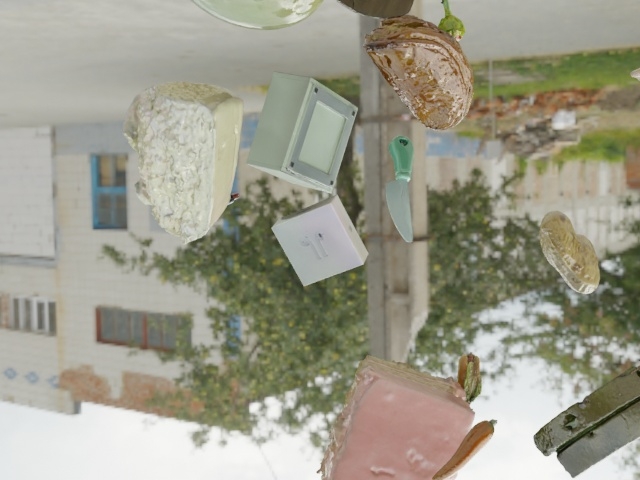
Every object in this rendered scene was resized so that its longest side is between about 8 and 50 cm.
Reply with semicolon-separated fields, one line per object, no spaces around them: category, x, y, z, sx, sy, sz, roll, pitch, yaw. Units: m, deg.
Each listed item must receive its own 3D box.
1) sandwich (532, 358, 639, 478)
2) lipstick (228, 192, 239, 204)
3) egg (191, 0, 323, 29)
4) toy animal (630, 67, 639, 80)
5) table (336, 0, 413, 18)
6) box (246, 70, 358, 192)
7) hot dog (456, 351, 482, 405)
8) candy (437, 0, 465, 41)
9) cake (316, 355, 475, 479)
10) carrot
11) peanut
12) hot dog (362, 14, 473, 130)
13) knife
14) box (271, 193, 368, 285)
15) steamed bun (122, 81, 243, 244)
sandwich;0.523;0.320;1.501;0.292;0.109;0.212;-39;155;19
lipstick;-0.168;-0.069;1.456;0.025;0.025;0.107;41;-154;9
egg;-0.122;-0.482;1.475;0.295;0.219;0.218;1;-176;15
toy animal;0.798;-0.307;1.818;0.166;0.250;0.154;-38;-142;-5
table;0.206;-0.629;1.841;0.317;0.317;0.249;-4;-171;-42
box;-0.037;-0.249;1.981;0.117;0.225;0.225;16;179;32
hot dog;0.346;0.325;1.943;0.056;0.133;0.041;5;179;-15
candy;0.275;-0.525;1.821;0.058;0.194;0.062;-8;-178;20
cake;0.168;0.431;1.833;0.293;0.314;0.307;17;177;3
carrot;0.231;0.335;1.334;0.142;0.035;0.035;-45;-168;-7
peanut;0.641;0.026;2.167;0.110;0.233;0.197;-39;-162;24
hot dog;0.208;-0.344;1.712;0.196;0.122;0.272;7;153;50
knife;0.172;-0.116;1.811;0.063;0.260;0.034;11;150;-15
box;0.000;0.000;1.541;0.130;0.129;0.051;-22;-163;24
steamed bun;-0.215;-0.123;1.249;0.170;0.226;0.200;10;-159;5
